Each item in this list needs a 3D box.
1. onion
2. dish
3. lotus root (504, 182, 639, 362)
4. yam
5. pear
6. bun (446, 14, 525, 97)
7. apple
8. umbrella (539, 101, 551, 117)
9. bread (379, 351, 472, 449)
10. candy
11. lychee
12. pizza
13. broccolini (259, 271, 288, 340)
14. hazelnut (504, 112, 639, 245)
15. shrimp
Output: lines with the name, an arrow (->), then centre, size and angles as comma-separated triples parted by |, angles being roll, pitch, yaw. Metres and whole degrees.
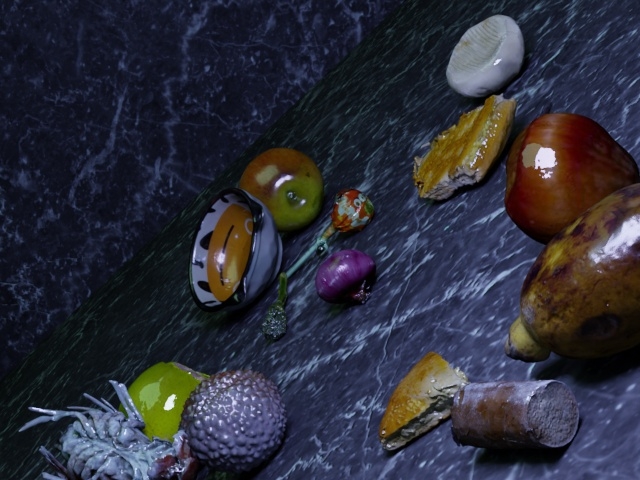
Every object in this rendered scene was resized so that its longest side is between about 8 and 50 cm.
onion -> 0.047, 0.068, 1.854 | 0.115, 0.104, 0.115 | -32, -28, -19
dish -> -0.167, 0.030, 2.318 | 0.303, 0.120, 0.303 | -25, 59, 49
lotus root -> 0.315, 0.037, 1.163 | 0.314, 0.141, 0.169 | -39, 13, 24
yam -> 0.207, 0.190, 1.175 | 0.079, 0.079, 0.141 | -53, 21, -26
pear -> -0.263, 0.318, 1.848 | 0.220, 0.187, 0.187 | -67, 17, 1
bun -> 0.339, -0.354, 2.132 | 0.183, 0.102, 0.183 | -36, 37, 33
apple -> -0.083, -0.108, 2.420 | 0.196, 0.196, 0.196 | -41, 17, 15
umbrella -> 0.371, -0.197, 1.828 | 0.122, 0.013, 0.022 | -57, -2, -30
bread -> 0.139, 0.188, 1.400 | 0.154, 0.054, 0.136 | -34, 16, 26
candy -> -0.001, 0.000, 2.184 | 0.287, 0.084, 0.078 | -44, 18, 32
lychee -> -0.129, 0.280, 1.673 | 0.165, 0.197, 0.165 | -15, 66, 37
pizza -> 0.242, -0.150, 1.935 | 0.297, 0.071, 0.189 | -22, 40, 61
broccolini -> -0.080, 0.122, 2.111 | 0.051, 0.054, 0.239 | -5, 23, 8
hazelnut -> 0.328, -0.081, 1.399 | 0.178, 0.178, 0.204 | -38, -13, 24
shrimp -> -0.328, 0.330, 1.684 | 0.410, 0.166, 0.221 | 8, 59, 38
